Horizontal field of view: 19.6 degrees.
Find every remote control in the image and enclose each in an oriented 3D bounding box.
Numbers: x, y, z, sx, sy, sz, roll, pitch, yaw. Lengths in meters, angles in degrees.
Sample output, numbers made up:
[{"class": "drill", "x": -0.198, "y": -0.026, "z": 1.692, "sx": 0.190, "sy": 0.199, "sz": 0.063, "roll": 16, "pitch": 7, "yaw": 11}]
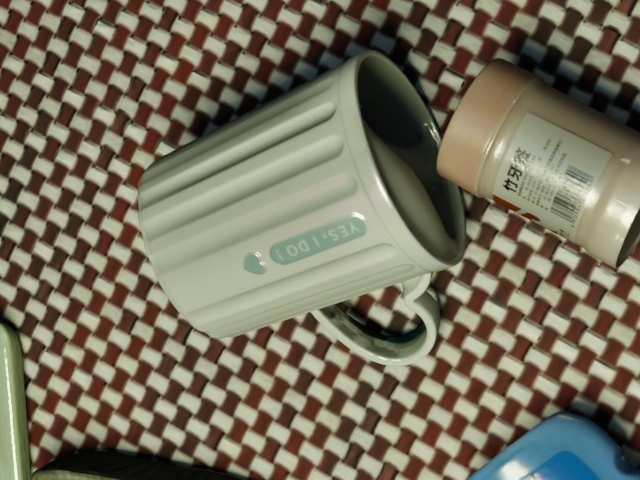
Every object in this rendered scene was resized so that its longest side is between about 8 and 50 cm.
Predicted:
[{"class": "remote control", "x": -0.279, "y": 0.217, "z": 1.543, "sx": 0.090, "sy": 0.038, "sz": 0.310, "roll": -3, "pitch": 92, "yaw": 20}]

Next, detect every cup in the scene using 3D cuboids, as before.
[{"class": "cup", "x": -0.007, "y": -0.002, "z": 1.369, "sx": 0.202, "sy": 0.167, "sz": 0.221, "roll": -22, "pitch": 83, "yaw": 22}]

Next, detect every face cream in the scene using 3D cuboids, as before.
[{"class": "face cream", "x": 0.214, "y": 0.258, "z": 1.344, "sx": 0.149, "sy": 0.083, "sz": 0.264, "roll": -41, "pitch": 80, "yaw": 20}]

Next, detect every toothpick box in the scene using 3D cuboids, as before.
[{"class": "toothpick box", "x": 0.171, "y": -0.056, "z": 1.335, "sx": 0.149, "sy": 0.098, "sz": 0.098, "roll": 29, "pitch": 102, "yaw": 16}]

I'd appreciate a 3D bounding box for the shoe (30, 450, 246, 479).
[{"class": "shoe", "x": -0.128, "y": 0.238, "z": 1.466, "sx": 0.227, "sy": 0.099, "sz": 0.112, "roll": 13, "pitch": 104, "yaw": 23}]
